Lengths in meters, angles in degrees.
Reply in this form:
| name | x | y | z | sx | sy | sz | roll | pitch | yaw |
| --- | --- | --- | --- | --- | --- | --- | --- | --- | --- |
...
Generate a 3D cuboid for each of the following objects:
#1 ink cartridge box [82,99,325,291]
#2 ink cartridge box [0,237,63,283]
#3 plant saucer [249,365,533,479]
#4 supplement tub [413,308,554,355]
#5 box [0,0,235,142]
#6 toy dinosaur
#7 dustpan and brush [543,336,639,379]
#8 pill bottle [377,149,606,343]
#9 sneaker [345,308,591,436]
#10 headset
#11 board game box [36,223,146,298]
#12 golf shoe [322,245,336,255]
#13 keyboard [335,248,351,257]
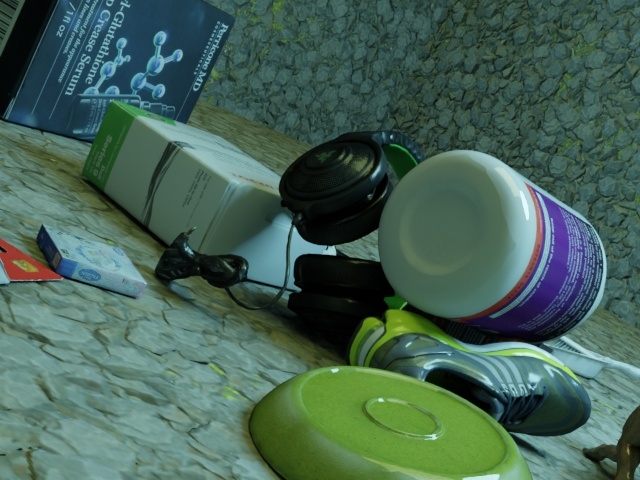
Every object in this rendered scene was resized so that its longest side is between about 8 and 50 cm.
| name | x | y | z | sx | sy | sz | roll | pitch | yaw |
| --- | --- | --- | --- | --- | --- | --- | --- | --- | --- |
| ink cartridge box | -0.150 | -0.061 | 1.289 | 0.211 | 0.122 | 0.289 | 17 | 14 | -47 |
| ink cartridge box | -0.336 | -0.026 | 0.802 | 0.181 | 0.056 | 0.224 | 30 | 11 | 19 |
| plant saucer | 0.063 | 0.157 | 0.782 | 0.240 | 0.037 | 0.241 | 14 | 15 | -4 |
| supplement tub | 0.210 | 0.129 | 1.294 | 0.197 | 0.106 | 0.106 | 30 | 10 | 18 |
| box | -0.382 | -0.332 | 1.616 | 0.212 | 0.294 | 0.395 | 32 | 11 | 28 |
| toy dinosaur | 0.397 | 0.205 | 1.091 | 0.127 | 0.200 | 0.295 | 29 | 10 | 15 |
| dustpan and brush | 0.484 | 0.214 | 1.723 | 0.211 | 0.060 | 0.147 | 32 | 10 | 29 |
| pill bottle | 0.218 | 0.021 | 1.129 | 0.181 | 0.182 | 0.323 | 34 | 8 | 38 |
| sneaker | 0.173 | 0.169 | 1.029 | 0.299 | 0.111 | 0.121 | 15 | 21 | -24 |
| headset | 0.000 | 0.000 | 1.143 | 0.185 | 0.244 | 0.394 | 3 | 12 | 36 |
| board game box | -0.226 | 0.020 | 0.948 | 0.090 | 0.020 | 0.090 | 20 | 11 | -33 |
| golf shoe | -0.018 | 0.002 | 1.456 | 0.093 | 0.077 | 0.198 | 27 | 10 | 3 |
| keyboard | 0.003 | 0.015 | 1.617 | 0.180 | 0.023 | 0.108 | 29 | 3 | 19 |
